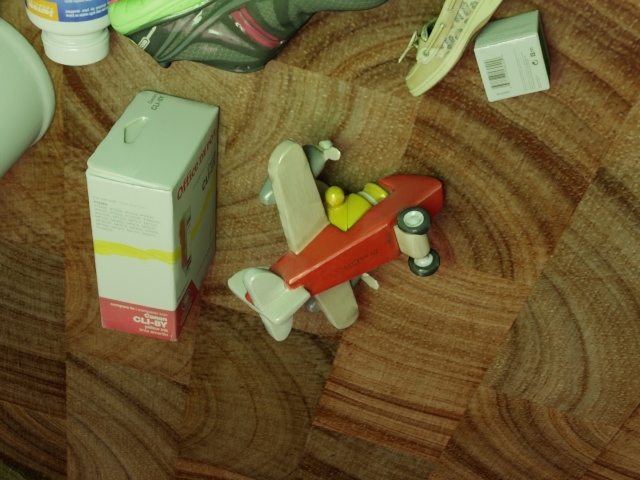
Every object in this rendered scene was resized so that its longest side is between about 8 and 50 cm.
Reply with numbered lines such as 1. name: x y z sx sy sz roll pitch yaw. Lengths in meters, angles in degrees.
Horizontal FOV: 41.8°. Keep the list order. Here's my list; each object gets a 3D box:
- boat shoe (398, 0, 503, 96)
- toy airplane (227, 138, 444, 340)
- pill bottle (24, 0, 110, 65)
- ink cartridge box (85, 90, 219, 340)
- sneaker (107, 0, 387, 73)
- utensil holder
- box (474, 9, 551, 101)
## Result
1. boat shoe: 0.203 -0.344 1.305 0.089 0.105 0.285 33 134 -5
2. toy airplane: 0.000 0.000 1.552 0.384 0.272 0.386 9 126 -35
3. pill bottle: -0.413 -0.433 1.374 0.152 0.152 0.272 12 132 6
4. ink cartridge box: -0.307 -0.044 1.594 0.160 0.279 0.385 12 132 5
5. sneaker: -0.099 -0.384 1.340 0.482 0.185 0.202 -3 147 23
6. utensil holder: -0.716 -0.199 1.509 0.327 0.385 0.328 9 132 10
7. box: 0.306 -0.292 1.329 0.102 0.087 0.101 -10 127 22
